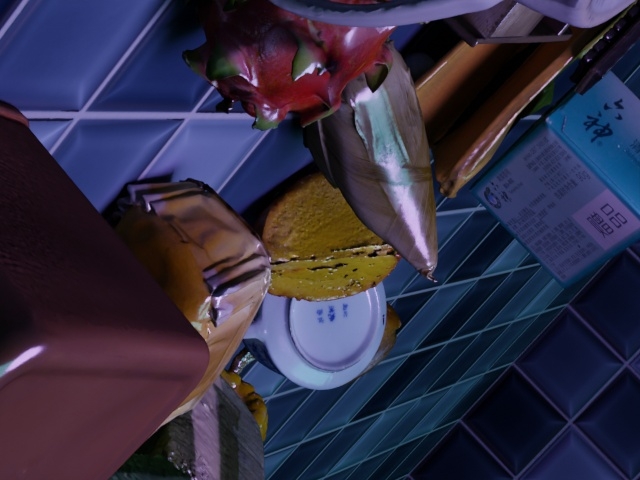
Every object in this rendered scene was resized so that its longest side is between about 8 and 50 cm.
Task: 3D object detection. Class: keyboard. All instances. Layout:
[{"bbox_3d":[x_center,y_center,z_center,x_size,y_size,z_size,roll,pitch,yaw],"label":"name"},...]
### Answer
[{"bbox_3d":[0.346,-0.258,1.674,0.317,0.027,0.106,-45,178,-8],"label":"keyboard"}]

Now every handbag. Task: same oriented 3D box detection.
[{"bbox_3d":[0.239,-0.226,1.801,0.401,0.133,0.283,-48,169,13],"label":"handbag"}]

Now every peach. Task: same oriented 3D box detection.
[{"bbox_3d":[0.000,0.004,1.785,0.172,0.127,0.092,-30,163,-27],"label":"peach"}]

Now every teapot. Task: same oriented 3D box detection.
[{"bbox_3d":[-0.029,0.074,1.904,0.232,0.159,0.159,-12,148,-35],"label":"teapot"}]

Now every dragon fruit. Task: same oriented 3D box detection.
[{"bbox_3d":[0.009,-0.177,1.305,0.236,0.137,0.135,-36,173,2],"label":"dragon fruit"}]

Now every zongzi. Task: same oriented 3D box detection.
[{"bbox_3d":[0.057,-0.075,1.593,0.099,0.197,0.194,-26,157,-9],"label":"zongzi"}]

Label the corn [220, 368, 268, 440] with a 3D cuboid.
[{"bbox_3d":[-0.175,0.275,2.050,0.131,0.131,0.344,-27,158,-48],"label":"corn"}]

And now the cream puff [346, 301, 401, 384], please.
[{"bbox_3d":[0.028,0.110,2.188,0.126,0.103,0.144,-35,163,-11],"label":"cream puff"}]

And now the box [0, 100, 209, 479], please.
[{"bbox_3d":[-0.251,0.061,1.101,0.239,0.229,0.339,-45,165,8],"label":"box"}]

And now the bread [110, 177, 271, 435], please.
[{"bbox_3d":[-0.146,0.066,1.562,0.107,0.136,0.241,-28,159,-46],"label":"bread"}]

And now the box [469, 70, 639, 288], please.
[{"bbox_3d":[0.263,-0.060,1.829,0.092,0.153,0.245,-44,179,-20],"label":"box"}]

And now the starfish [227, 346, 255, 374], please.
[{"bbox_3d":[-0.037,0.091,2.066,0.208,0.053,0.176,-28,165,-30],"label":"starfish"}]

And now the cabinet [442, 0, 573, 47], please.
[{"bbox_3d":[0.172,-0.265,1.470,0.175,0.148,0.215,-51,162,25],"label":"cabinet"}]

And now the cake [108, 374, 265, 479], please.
[{"bbox_3d":[-0.112,0.192,1.754,0.172,0.158,0.283,-50,-163,-20],"label":"cake"}]

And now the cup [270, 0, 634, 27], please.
[{"bbox_3d":[0.091,-0.237,1.144,0.301,0.257,0.227,-45,163,9],"label":"cup"}]
